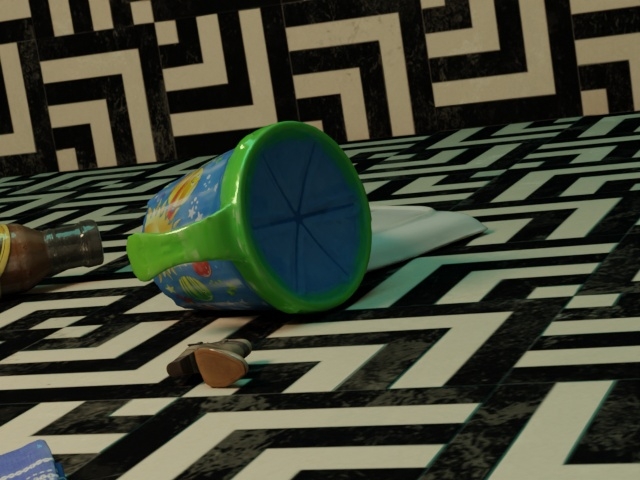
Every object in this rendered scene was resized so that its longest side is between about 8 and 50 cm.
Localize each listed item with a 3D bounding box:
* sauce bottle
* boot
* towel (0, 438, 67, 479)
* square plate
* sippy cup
[{"bbox_3d":[-0.491,0.034,2.266,0.344,0.111,0.111,-13,11,-18],"label":"sauce bottle"},{"bbox_3d":[-0.101,0.123,1.627,0.118,0.042,0.087,-1,10,36],"label":"boot"},{"bbox_3d":[-0.306,0.233,1.183,0.243,0.040,0.336,-12,10,-12],"label":"towel"},{"bbox_3d":[0.000,0.000,2.213,0.344,0.049,0.347,-18,14,-41],"label":"square plate"},{"bbox_3d":[-0.094,-0.011,1.916,0.224,0.240,0.305,-14,-35,41],"label":"sippy cup"}]
